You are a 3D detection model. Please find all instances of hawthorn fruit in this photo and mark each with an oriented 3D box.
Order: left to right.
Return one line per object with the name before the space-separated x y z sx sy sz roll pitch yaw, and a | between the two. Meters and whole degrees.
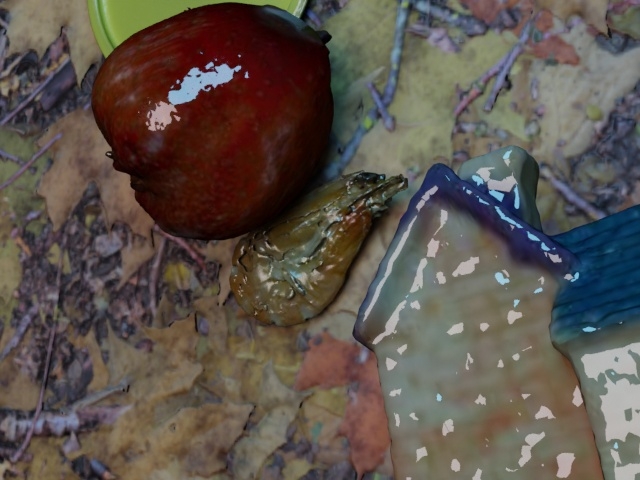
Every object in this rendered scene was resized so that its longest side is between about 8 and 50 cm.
hawthorn fruit | -0.073 -0.104 1.053 0.202 0.185 0.185 -41 65 -6

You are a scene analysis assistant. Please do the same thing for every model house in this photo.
model house | 0.195 0.065 0.857 0.312 0.245 0.280 -20 67 23

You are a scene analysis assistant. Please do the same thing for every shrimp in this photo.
shrimp | 0.000 0.000 1.073 0.184 0.043 0.091 -42 74 24

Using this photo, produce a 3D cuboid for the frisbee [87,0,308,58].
frisbee | -0.105 -0.236 1.168 0.236 0.017 0.236 -4 82 28
